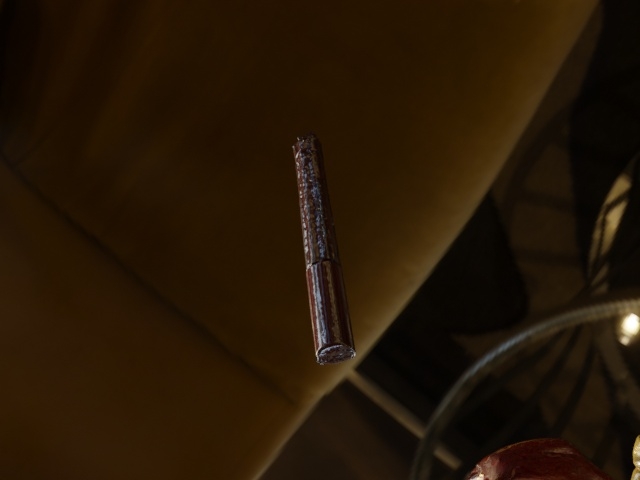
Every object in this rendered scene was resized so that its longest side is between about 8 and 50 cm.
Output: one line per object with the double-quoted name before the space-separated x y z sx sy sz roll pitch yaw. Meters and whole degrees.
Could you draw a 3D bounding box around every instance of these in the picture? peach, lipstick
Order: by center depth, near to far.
"lipstick" 0.001 0.000 0.955 0.027 0.176 0.027 -5 146 -3
"peach" 0.202 0.310 1.412 0.190 0.226 0.196 42 172 36

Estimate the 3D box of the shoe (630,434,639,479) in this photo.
"shoe" 0.280 0.172 1.055 0.109 0.072 0.069 20 103 -14
